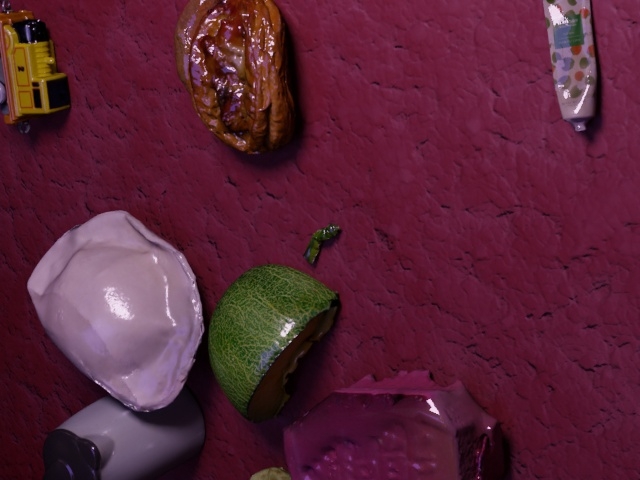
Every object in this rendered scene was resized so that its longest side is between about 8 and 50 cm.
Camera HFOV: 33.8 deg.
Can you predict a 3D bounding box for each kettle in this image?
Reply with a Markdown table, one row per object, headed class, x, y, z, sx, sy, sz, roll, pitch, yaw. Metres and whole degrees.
| class | x | y | z | sx | sy | sz | roll | pitch | yaw |
| --- | --- | --- | --- | --- | --- | --- | --- | --- | --- |
| kettle | -0.341 | 0.344 | 1.726 | 0.221 | 0.236 | 0.161 | -38 | 81 | 39 |

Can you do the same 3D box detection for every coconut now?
| class | x | y | z | sx | sy | sz | roll | pitch | yaw |
| --- | --- | --- | --- | --- | --- | --- | --- | --- | --- |
| coconut | -0.071 | 0.393 | 1.635 | 0.088 | 0.096 | 0.088 | 5 | 138 | 5 |

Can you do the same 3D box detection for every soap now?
| class | x | y | z | sx | sy | sz | roll | pitch | yaw |
| --- | --- | --- | --- | --- | --- | --- | --- | --- | --- |
| soap | 0.100 | 0.295 | 1.443 | 0.325 | 0.127 | 0.220 | -6 | 103 | 38 |

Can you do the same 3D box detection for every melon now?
| class | x | y | z | sx | sy | sz | roll | pitch | yaw |
| --- | --- | --- | --- | --- | --- | --- | --- | --- | --- |
| melon | -0.108 | 0.146 | 1.554 | 0.169 | 0.129 | 0.265 | 43 | 127 | 23 |

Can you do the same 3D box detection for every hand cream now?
| class | x | y | z | sx | sy | sz | roll | pitch | yaw |
| --- | --- | --- | --- | --- | --- | --- | --- | --- | --- |
| hand cream | 0.286 | -0.206 | 1.193 | 0.057 | 0.037 | 0.165 | -4 | 97 | 38 |

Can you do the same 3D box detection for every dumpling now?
| class | x | y | z | sx | sy | sz | roll | pitch | yaw |
| --- | --- | --- | --- | --- | --- | --- | --- | --- | --- |
| dumpling | -0.324 | 0.089 | 1.686 | 0.260 | 0.181 | 0.341 | -57 | 37 | 13 |

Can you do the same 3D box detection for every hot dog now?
| class | x | y | z | sx | sy | sz | roll | pitch | yaw |
| --- | --- | --- | --- | --- | --- | --- | --- | --- | --- |
| hot dog | -0.101 | -0.228 | 1.441 | 0.160 | 0.099 | 0.227 | 1 | 103 | 36 |

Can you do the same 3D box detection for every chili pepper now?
| class | x | y | z | sx | sy | sz | roll | pitch | yaw |
| --- | --- | --- | --- | --- | --- | --- | --- | --- | --- |
| chili pepper | 0.000 | 0.000 | 1.488 | 0.083 | 0.022 | 0.027 | -50 | 40 | 38 |

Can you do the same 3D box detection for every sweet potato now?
| class | x | y | z | sx | sy | sz | roll | pitch | yaw |
| --- | --- | --- | --- | --- | --- | --- | --- | --- | --- |
| sweet potato | -0.175 | -0.307 | 1.494 | 0.068 | 0.068 | 0.226 | 16 | 106 | 33 |

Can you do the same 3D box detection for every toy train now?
| class | x | y | z | sx | sy | sz | roll | pitch | yaw |
| --- | --- | --- | --- | --- | --- | --- | --- | --- | --- |
| toy train | -0.481 | -0.283 | 1.724 | 0.127 | 0.089 | 0.219 | 5 | 108 | 26 |
